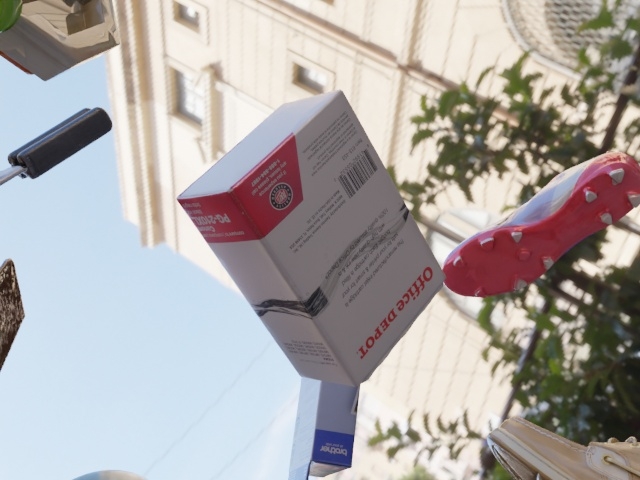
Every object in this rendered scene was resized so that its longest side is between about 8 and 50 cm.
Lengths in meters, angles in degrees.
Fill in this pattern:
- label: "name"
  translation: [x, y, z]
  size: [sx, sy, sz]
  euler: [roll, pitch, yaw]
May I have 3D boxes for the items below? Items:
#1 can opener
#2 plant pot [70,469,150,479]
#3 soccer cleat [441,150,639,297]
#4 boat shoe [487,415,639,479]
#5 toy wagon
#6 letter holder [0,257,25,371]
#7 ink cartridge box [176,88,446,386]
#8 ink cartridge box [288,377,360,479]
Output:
- label: "can opener"
  translation: [-0.455, -0.143, 1.304]
  size: [0.283, 0.076, 0.095]
  euler: [-41, -60, -31]
- label: "plant pot"
  translation: [-0.298, 0.511, 1.290]
  size: [0.290, 0.195, 0.291]
  euler: [2, -94, -35]
- label: "soccer cleat"
  translation: [0.248, -0.017, 0.965]
  size: [0.248, 0.083, 0.095]
  euler: [-34, 13, 19]
- label: "boat shoe"
  translation: [0.176, 0.143, 0.481]
  size: [0.059, 0.170, 0.063]
  euler: [-49, -33, -18]
- label: "toy wagon"
  translation: [-0.296, -0.311, 0.744]
  size: [0.068, 0.345, 0.267]
  euler: [-25, 16, 16]
- label: "letter holder"
  translation: [-0.546, 0.107, 1.211]
  size: [0.302, 0.151, 0.215]
  euler: [-95, 6, -60]
- label: "ink cartridge box"
  translation: [0.000, 0.000, 0.847]
  size: [0.172, 0.100, 0.237]
  euler: [-46, -64, -32]
- label: "ink cartridge box"
  translation: [0.010, 0.204, 1.150]
  size: [0.186, 0.065, 0.311]
  euler: [118, 163, -68]
